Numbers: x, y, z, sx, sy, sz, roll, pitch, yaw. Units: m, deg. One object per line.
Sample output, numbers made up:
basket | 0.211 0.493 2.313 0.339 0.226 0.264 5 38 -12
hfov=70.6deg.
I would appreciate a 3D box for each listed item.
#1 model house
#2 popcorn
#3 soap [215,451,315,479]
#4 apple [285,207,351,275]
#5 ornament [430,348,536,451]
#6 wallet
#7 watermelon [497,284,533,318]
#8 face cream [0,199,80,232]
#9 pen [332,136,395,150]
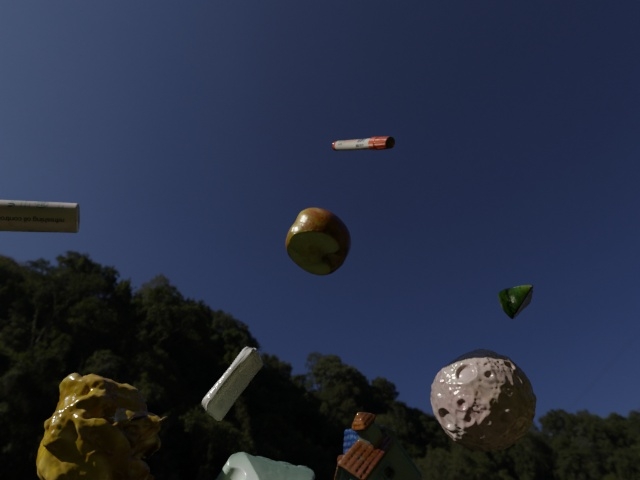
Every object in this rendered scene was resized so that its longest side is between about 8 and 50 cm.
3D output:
model house | 0.147 0.772 1.563 0.252 0.295 0.329 -27 -86 46
popcorn | -0.417 0.375 0.838 0.254 0.190 0.191 33 -85 20
soap | -0.162 0.605 0.888 0.208 0.115 0.346 30 -87 -29
apple | 0.000 0.000 1.300 0.173 0.160 0.195 27 -45 14
ornament | 0.420 0.417 1.164 0.260 0.225 0.259 -22 -36 -17
wallet | -0.215 0.353 1.129 0.033 0.190 0.095 21 -32 32
watermelon | 0.543 0.178 1.245 0.092 0.075 0.181 -10 -22 17
face cream | -0.862 -0.070 1.284 0.312 0.092 0.092 2 -45 -23
pen | 0.088 -0.210 0.990 0.028 0.239 0.028 -4 -79 -24
